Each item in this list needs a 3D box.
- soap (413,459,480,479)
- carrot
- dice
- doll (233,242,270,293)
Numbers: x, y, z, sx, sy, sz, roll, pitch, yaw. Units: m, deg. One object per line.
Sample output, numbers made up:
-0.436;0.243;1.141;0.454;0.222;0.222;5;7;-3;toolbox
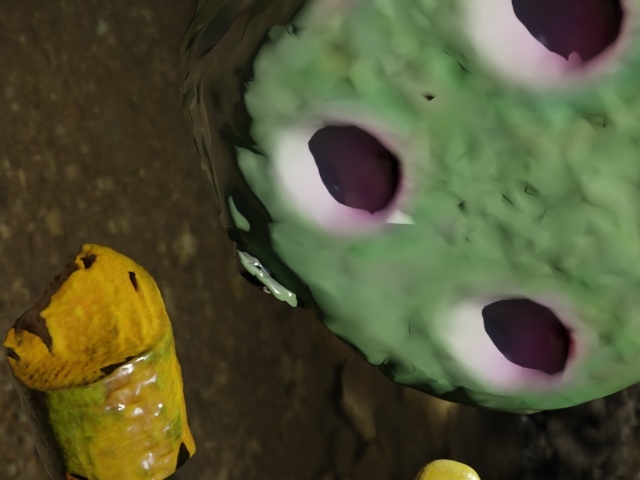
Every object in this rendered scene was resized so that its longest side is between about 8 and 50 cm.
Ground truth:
0.149;0.362;1.595;0.033;0.089;0.169;-50;155;-81;soap
-0.320;0.203;1.816;0.241;0.241;0.341;-62;144;-63;carrot
0.126;-0.117;0.751;0.330;0.322;0.318;42;33;-17;dice
0.000;0.000;1.360;0.095;0.192;0.149;-98;179;-67;doll
